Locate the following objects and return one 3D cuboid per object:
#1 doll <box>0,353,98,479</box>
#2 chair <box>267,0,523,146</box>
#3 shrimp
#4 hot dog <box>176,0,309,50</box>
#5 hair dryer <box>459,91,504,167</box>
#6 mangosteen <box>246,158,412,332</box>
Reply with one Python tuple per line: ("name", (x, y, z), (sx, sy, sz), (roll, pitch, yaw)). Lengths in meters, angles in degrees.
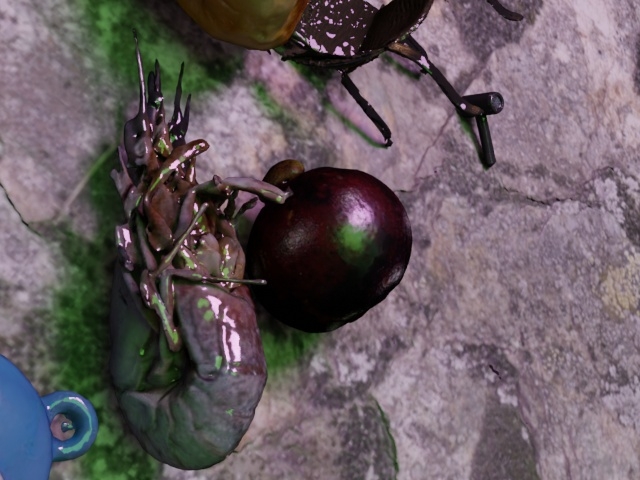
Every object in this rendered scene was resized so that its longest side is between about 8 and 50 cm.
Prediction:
("doll", (-0.297, 0.124, 0.506), (0.341, 0.099, 0.346), (-4, 78, -37))
("chair", (0.052, -0.204, 0.806), (0.213, 0.149, 0.174), (34, 66, -17))
("shrimp", (-0.104, -0.002, 0.648), (0.116, 0.145, 0.343), (6, 70, -36))
("hot dog", (-0.044, -0.371, 0.740), (0.223, 0.185, 0.405), (28, 63, -5))
("hair dryer", (0.182, -0.121, 0.937), (0.026, 0.047, 0.083), (-21, 105, -36))
("mangosteen", (0.000, 0.000, 0.717), (0.152, 0.152, 0.152), (9, 73, -33))
